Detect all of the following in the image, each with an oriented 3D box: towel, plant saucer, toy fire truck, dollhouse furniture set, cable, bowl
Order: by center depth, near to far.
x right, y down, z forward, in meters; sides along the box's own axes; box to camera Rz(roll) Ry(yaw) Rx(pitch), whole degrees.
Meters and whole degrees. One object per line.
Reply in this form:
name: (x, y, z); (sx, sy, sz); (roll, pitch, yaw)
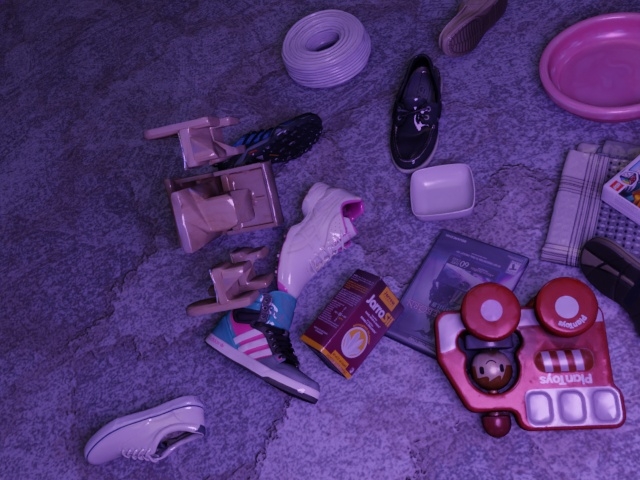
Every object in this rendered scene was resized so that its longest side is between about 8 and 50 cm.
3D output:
toy fire truck: (0.357, 0.208, 1.124); (0.301, 0.169, 0.254); (-5, 73, 6)
towel: (0.633, -0.068, 1.288); (0.312, 0.056, 0.324); (12, 60, 27)
dollhouse furniture set: (-0.259, -0.063, 1.395); (0.256, 0.363, 0.394); (-11, 9, 12)
bowl: (0.276, -0.100, 1.443); (0.142, 0.053, 0.142); (-8, 54, 16)
plant saucer: (0.678, -0.388, 1.483); (0.331, 0.084, 0.332); (-10, 52, 14)
cable: (0.016, -0.549, 1.837); (0.257, 0.089, 0.257); (11, 60, 26)

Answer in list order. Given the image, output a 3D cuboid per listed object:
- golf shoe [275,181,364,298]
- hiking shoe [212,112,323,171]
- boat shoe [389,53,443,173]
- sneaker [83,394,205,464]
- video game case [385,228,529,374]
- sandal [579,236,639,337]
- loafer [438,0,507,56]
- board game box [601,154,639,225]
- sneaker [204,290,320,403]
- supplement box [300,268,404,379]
golf shoe: (0.000, 0.000, 1.438); (0.140, 0.115, 0.306); (11, 61, 22)
hiking shoe: (-0.141, -0.255, 1.668); (0.304, 0.113, 0.132); (-32, 52, -4)
boat shoe: (0.235, -0.323, 1.579); (0.127, 0.113, 0.340); (7, 59, 24)
sneaker: (-0.352, 0.398, 1.289); (0.258, 0.094, 0.091); (-25, 47, 1)
video game case: (0.274, 0.114, 1.309); (0.196, 0.026, 0.274); (21, 65, 31)
sandal: (0.595, 0.102, 1.144); (0.086, 0.120, 0.303); (-11, 52, -31)
loafer: (0.395, -0.583, 1.723); (0.092, 0.102, 0.268); (30, 61, 35)
board game box: (0.727, -0.130, 1.244); (0.305, 0.053, 0.193); (-39, 56, -10)
sneaker: (-0.087, 0.200, 1.324); (0.295, 0.124, 0.179); (23, 76, 33)
supplement box: (0.065, 0.164, 1.282); (0.188, 0.104, 0.080); (-49, 33, -14)
